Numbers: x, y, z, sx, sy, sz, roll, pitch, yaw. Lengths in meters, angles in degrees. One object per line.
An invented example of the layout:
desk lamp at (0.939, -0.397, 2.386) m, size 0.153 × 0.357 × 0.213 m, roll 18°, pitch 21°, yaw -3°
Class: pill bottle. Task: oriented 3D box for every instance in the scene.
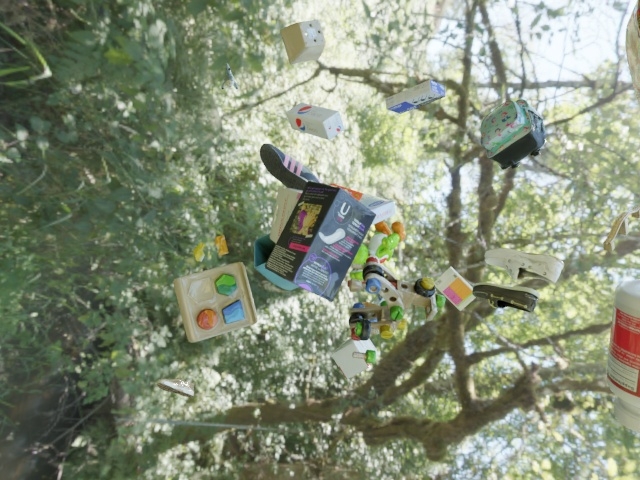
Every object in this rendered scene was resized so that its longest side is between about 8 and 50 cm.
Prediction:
pill bottle at (0.948, 0.332, 1.315) m, size 0.229 × 0.229 × 0.408 m, roll -96°, pitch -178°, yaw -76°

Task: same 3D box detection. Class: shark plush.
shark plush at (-0.400, -0.740, 2.080) m, size 0.067 × 0.073 × 0.161 m, roll 105°, pitch -12°, yaw -52°

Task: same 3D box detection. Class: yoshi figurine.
yoshi figurine at (0.237, 0.025, 2.163) m, size 0.362 × 0.203 × 0.203 m, roll -48°, pitch 166°, yaw -33°

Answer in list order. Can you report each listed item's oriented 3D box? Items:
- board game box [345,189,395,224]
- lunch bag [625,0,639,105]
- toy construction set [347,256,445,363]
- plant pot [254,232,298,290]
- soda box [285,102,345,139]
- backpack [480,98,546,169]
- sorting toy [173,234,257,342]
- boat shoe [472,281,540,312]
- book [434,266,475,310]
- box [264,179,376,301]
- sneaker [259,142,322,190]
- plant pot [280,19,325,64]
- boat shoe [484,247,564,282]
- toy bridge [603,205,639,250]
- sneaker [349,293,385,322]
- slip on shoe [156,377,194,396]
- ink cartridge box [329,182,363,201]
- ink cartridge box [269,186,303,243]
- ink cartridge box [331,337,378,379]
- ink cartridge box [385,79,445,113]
board game box at (0.084, -0.112, 1.908) m, size 0.318 × 0.318 × 0.066 m, roll 24°, pitch -49°, yaw 54°
lunch bag at (0.921, -0.499, 1.272) m, size 0.258 × 0.120 × 0.293 m, roll 42°, pitch 45°, yaw -61°
toy construction set at (0.210, 0.170, 1.326) m, size 0.309 × 0.237 × 0.258 m, roll -101°, pitch -161°, yaw -74°
plant pot at (-0.149, 0.094, 1.961) m, size 0.234 × 0.165 × 0.165 m, roll 55°, pitch 18°, yaw -40°
soda box at (-0.021, -0.398, 1.540) m, size 0.216 × 0.074 × 0.069 m, roll 29°, pitch -29°, yaw 47°
backpack at (0.754, -0.437, 1.840) m, size 0.225 × 0.191 × 0.253 m, roll -38°, pitch -157°, yaw 44°
sorting toy at (-0.344, 0.149, 1.483) m, size 0.041 × 0.229 × 0.307 m, roll 168°, pitch -92°, yaw -75°
boat shoe at (0.576, 0.182, 1.479) m, size 0.227 × 0.081 × 0.069 m, roll 0°, pitch -118°, yaw 55°
book at (0.512, 0.184, 1.763) m, size 0.096 × 0.144 × 0.035 m, roll -49°, pitch 166°, yaw 23°
box at (0.000, 0.000, 1.247) m, size 0.143 × 0.165 × 0.270 m, roll 22°, pitch -97°, yaw 49°
sneaker at (-0.126, -0.308, 2.008) m, size 0.131 × 0.319 × 0.112 m, roll -30°, pitch 161°, yaw -48°
plant pot at (-0.044, -0.619, 1.428) m, size 0.096 × 0.109 × 0.109 m, roll -2°, pitch -73°, yaw 62°
boat shoe at (0.694, 0.093, 1.627) m, size 0.277 × 0.098 × 0.096 m, roll 8°, pitch -112°, yaw 51°
toy bridge at (0.898, -0.046, 1.382) m, size 0.026 × 0.188 × 0.063 m, roll 22°, pitch -35°, yaw 52°
sneaker at (0.235, 0.336, 2.084) m, size 0.112 × 0.296 × 0.131 m, roll 43°, pitch -48°, yaw 27°
slip on shoe at (-0.425, 0.425, 1.371) m, size 0.135 × 0.051 × 0.041 m, roll 41°, pitch 42°, yaw -42°
ink cartridge box at (0.067, -0.155, 1.738) m, size 0.045 × 0.145 × 0.179 m, roll 89°, pitch 26°, yaw -50°
ink cartridge box at (-0.046, -0.053, 1.522) m, size 0.353 × 0.119 × 0.207 m, roll 30°, pitch -69°, yaw 61°
ink cartridge box at (0.156, 0.503, 2.058) m, size 0.128 × 0.127 × 0.176 m, roll 57°, pitch 21°, yaw 6°
ink cartridge box at (0.356, -0.539, 1.755) m, size 0.207 × 0.097 × 0.046 m, roll -9°, pitch -98°, yaw 46°
